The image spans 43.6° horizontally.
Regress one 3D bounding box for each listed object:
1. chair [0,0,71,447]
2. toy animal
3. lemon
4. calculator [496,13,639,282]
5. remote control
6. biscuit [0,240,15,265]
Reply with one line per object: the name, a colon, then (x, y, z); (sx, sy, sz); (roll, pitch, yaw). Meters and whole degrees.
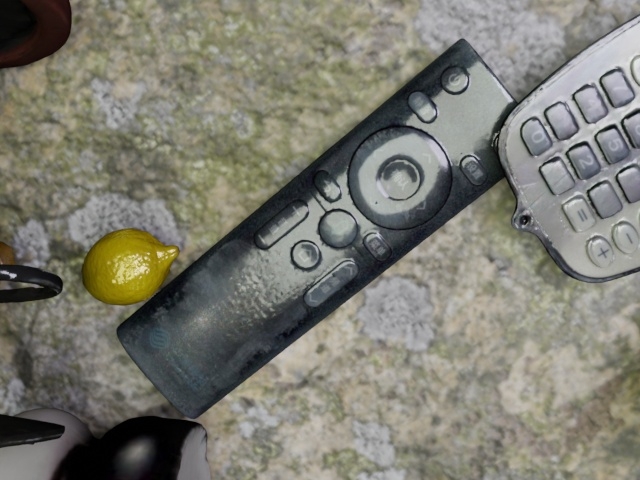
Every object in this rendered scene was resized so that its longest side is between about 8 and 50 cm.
chair: (-0.293, -0.059, 0.562); (0.226, 0.226, 0.401); (-4, 81, 9)
toy animal: (-0.209, 0.236, 0.662); (0.235, 0.165, 0.187); (-2, 96, 11)
lemon: (-0.160, 0.022, 0.669); (0.092, 0.065, 0.065); (-15, 97, 15)
calculator: (0.258, -0.080, 0.585); (0.268, 0.040, 0.177); (-30, 102, 5)
remote control: (0.000, 0.000, 0.653); (0.377, 0.044, 0.107); (-39, 99, 13)
biscuit: (-0.352, 0.041, 0.704); (0.183, 0.061, 0.118); (-38, 90, 10)
